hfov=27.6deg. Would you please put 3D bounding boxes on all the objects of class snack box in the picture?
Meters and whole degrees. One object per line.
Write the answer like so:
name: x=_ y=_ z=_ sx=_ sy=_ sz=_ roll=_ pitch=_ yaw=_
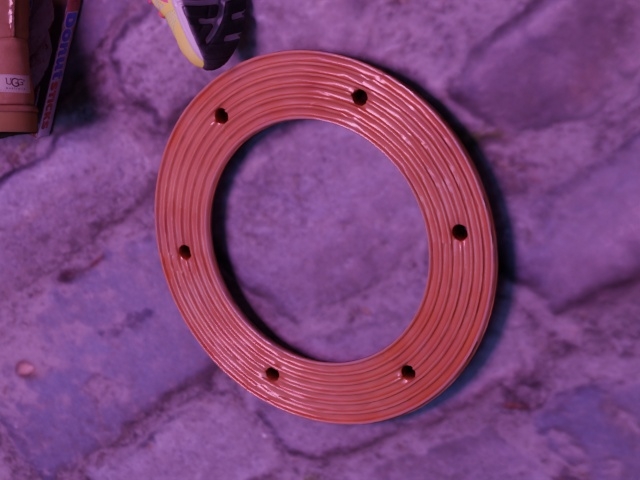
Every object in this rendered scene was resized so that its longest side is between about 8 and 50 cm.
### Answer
snack box: x=-0.268 y=-0.190 z=1.235 sx=0.064 sy=0.022 sz=0.178 roll=30 pitch=117 yaw=22

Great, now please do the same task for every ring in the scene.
ring: x=0.000 y=0.000 z=1.139 sx=0.336 sy=0.032 sz=0.337 roll=8 pitch=108 yaw=28

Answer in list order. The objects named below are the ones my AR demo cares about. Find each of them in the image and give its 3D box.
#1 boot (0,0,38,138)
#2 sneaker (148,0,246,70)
boot: x=-0.326 y=-0.229 z=1.211 sx=0.236 sy=0.089 sz=0.270 roll=0 pitch=91 yaw=44
sneaker: x=-0.136 y=-0.238 z=1.123 sx=0.094 sy=0.081 sz=0.209 roll=-25 pitch=85 yaw=39
